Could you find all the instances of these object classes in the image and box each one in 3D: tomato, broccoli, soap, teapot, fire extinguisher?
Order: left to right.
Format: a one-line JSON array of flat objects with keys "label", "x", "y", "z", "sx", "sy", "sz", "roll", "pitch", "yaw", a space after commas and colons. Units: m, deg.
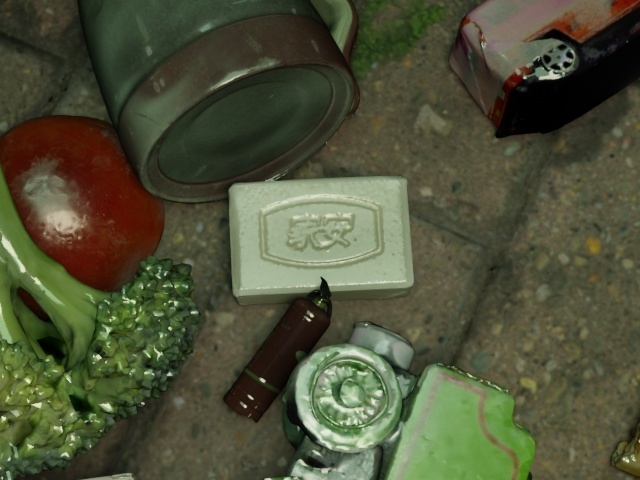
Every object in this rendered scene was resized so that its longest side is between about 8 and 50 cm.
[{"label": "broccoli", "x": -0.295, "y": 0.089, "z": 1.127, "sx": 0.375, "sy": 0.302, "sz": 0.249, "roll": -8, "pitch": 36, "yaw": 4}, {"label": "tomato", "x": -0.261, "y": -0.033, "z": 1.287, "sx": 0.199, "sy": 0.112, "sz": 0.228, "roll": 7, "pitch": 75, "yaw": -1}, {"label": "teapot", "x": -0.098, "y": -0.234, "z": 1.314, "sx": 0.315, "sy": 0.233, "sz": 0.312, "roll": -11, "pitch": 64, "yaw": -35}, {"label": "fire extinguisher", "x": -0.031, "y": 0.106, "z": 1.262, "sx": 0.045, "sy": 0.078, "sz": 0.157, "roll": 36, "pitch": 93, "yaw": 24}, {"label": "soap", "x": 0.000, "y": 0.000, "z": 1.303, "sx": 0.183, "sy": 0.064, "sz": 0.121, "roll": -3, "pitch": 75, "yaw": -1}]

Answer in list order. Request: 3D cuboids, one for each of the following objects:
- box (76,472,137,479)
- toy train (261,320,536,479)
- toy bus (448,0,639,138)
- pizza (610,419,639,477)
[{"label": "box", "x": -0.228, "y": 0.387, "z": 1.116, "sx": 0.173, "sy": 0.145, "sz": 0.333, "roll": -7, "pitch": 67, "yaw": -3}, {"label": "toy train", "x": 0.056, "y": 0.237, "z": 1.175, "sx": 0.249, "sy": 0.173, "sz": 0.307, "roll": 22, "pitch": 73, "yaw": 0}, {"label": "toy bus", "x": 0.287, "y": -0.238, "z": 1.350, "sx": 0.302, "sy": 0.127, "sz": 0.147, "roll": -35, "pitch": 73, "yaw": -11}, {"label": "pizza", "x": 0.411, "y": 0.170, "z": 1.258, "sx": 0.271, "sy": 0.056, "sz": 0.134, "roll": -27, "pitch": 77, "yaw": -8}]
